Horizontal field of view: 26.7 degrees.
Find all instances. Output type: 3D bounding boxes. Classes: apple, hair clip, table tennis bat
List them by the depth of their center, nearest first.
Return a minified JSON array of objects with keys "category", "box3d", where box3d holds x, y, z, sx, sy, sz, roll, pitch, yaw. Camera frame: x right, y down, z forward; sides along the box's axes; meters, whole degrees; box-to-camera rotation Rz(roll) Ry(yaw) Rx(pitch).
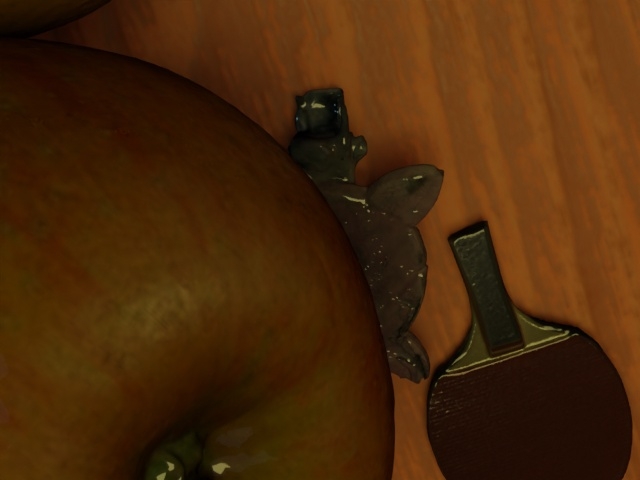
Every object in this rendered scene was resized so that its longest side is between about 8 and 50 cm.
[{"category":"apple","box3d":[-0.152,0.090,0.647,0.400,0.334,0.400,4,83,-33]},{"category":"hair clip","box3d":[-0.001,0.003,0.819,0.146,0.056,0.187,3,110,4]},{"category":"table tennis bat","box3d":[0.125,0.091,0.867,0.130,0.019,0.220,-19,108,4]}]

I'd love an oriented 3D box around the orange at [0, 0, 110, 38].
[{"category":"orange","box3d":[-0.179,-0.205,0.666,0.236,0.236,0.236,-1,107,-2]}]
